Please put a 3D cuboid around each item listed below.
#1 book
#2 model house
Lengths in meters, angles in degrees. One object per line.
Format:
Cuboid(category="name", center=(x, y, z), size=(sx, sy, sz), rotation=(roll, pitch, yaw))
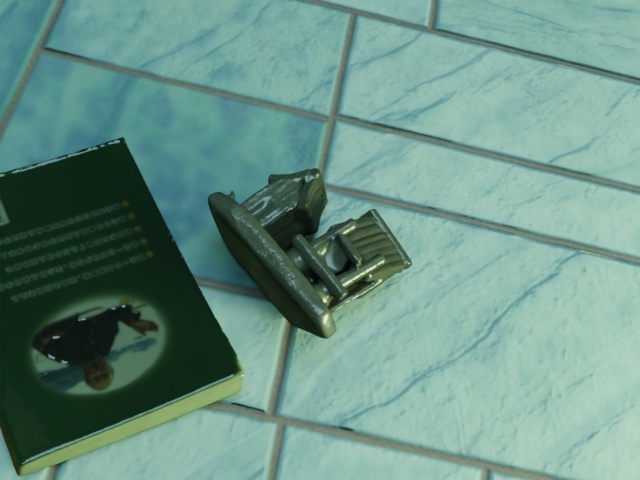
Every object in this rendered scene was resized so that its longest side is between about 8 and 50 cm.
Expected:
Cuboid(category="book", center=(-0.277, 0.057, 1.143), size=(0.260, 0.043, 0.371), rotation=(-19, 61, -20))
Cuboid(category="model house", center=(-0.005, 0.006, 1.183), size=(0.188, 0.122, 0.229), rotation=(-28, 63, -29))
